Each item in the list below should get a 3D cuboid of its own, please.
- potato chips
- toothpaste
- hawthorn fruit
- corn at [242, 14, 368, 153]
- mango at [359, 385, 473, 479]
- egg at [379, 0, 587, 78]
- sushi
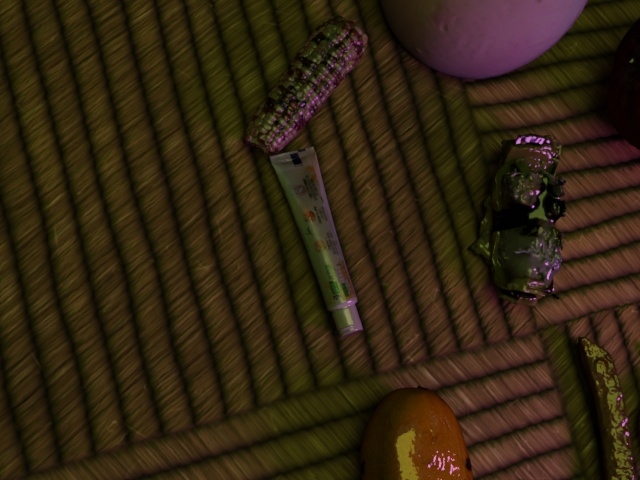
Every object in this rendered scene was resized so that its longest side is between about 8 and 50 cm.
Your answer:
[{"bbox_3d":[0.480,0.363,1.483,0.080,0.057,0.407,-2,80,0],"label":"potato chips"},{"bbox_3d":[0.000,0.000,1.443,0.056,0.058,0.314,-23,78,27],"label":"toothpaste"},{"bbox_3d":[0.663,-0.273,1.532,0.325,0.308,0.308,4,78,-2],"label":"hawthorn fruit"},{"bbox_3d":[-0.022,-0.252,1.470,0.092,0.092,0.280,36,77,-4],"label":"corn"},{"bbox_3d":[0.146,0.372,1.371,0.177,0.120,0.295,1,80,-21],"label":"mango"},{"bbox_3d":[0.297,-0.477,1.460,0.355,0.340,0.354,3,77,-13],"label":"egg"},{"bbox_3d":[0.334,-0.038,1.492,0.139,0.131,0.291,6,86,-14],"label":"sushi"}]
